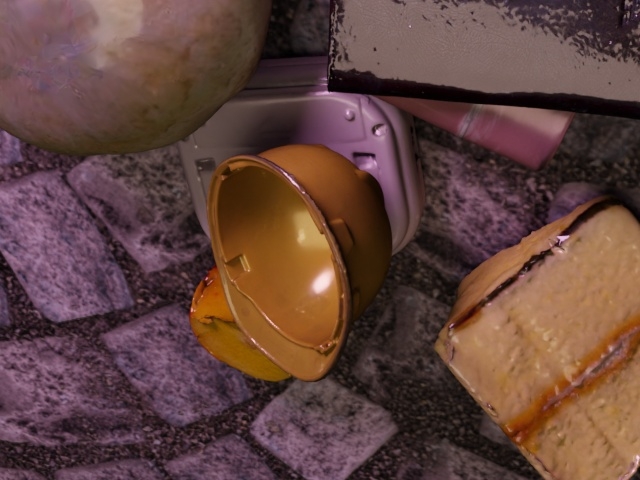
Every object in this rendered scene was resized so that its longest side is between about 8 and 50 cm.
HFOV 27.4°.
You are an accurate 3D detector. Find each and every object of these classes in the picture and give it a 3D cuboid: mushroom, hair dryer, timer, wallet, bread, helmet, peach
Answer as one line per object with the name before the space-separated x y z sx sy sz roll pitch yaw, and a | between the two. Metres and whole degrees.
mushroom | -0.213 -0.246 1.255 0.352 0.260 0.352 11 120 20
hair dryer | 0.184 -0.257 1.210 0.210 0.125 0.352 25 117 4
timer | -0.023 -0.077 1.402 0.262 0.087 0.237 -1 122 19
wallet | 0.165 -0.198 1.155 0.318 0.045 0.173 7 109 10
bread | 0.286 0.117 1.366 0.236 0.198 0.263 -34 104 27
helmet | 0.000 0.000 1.305 0.205 0.140 0.257 35 143 32
peach | -0.073 0.090 1.514 0.151 0.118 0.151 -7 116 -15
